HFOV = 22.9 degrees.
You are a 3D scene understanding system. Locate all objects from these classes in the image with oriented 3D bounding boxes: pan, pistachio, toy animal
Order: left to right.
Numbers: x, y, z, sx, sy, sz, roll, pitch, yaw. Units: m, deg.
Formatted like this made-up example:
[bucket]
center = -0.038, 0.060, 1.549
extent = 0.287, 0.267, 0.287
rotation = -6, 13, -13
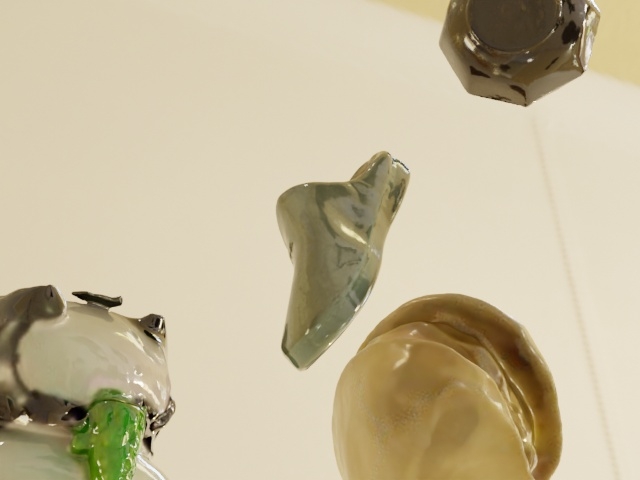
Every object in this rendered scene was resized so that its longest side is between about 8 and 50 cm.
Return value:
[toy animal]
center = -0.210, 0.179, 1.270
extent = 0.212, 0.212, 0.267
rotation = 9, -125, -24
[pistachio]
center = 0.127, 0.202, 1.623
extent = 0.238, 0.321, 0.229
rotation = 16, -140, 14
[pan]
center = 0.144, -0.211, 1.309
extent = 0.202, 0.128, 0.048
rotation = 61, -177, 23

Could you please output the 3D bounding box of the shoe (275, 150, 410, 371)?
[shoe]
center = 0.000, 0.000, 1.029
extent = 0.078, 0.079, 0.195
rotation = 35, -137, -6
